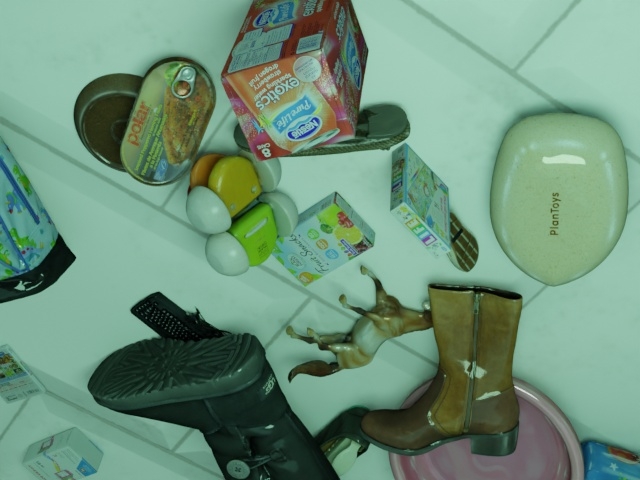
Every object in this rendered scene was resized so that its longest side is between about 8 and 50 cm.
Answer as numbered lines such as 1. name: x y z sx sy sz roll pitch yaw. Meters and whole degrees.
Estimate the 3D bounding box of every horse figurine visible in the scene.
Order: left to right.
1. horse figurine: 0.061 0.149 1.566 0.174 0.066 0.263 33 116 -33

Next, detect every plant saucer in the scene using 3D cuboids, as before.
1. plant saucer: -0.280 -0.162 1.400 0.168 0.029 0.168 3 128 3
2. plant saucer: 0.284 0.364 1.648 0.332 0.084 0.332 7 111 18

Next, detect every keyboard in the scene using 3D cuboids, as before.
1. keyboard: -0.227 0.160 1.632 0.100 0.038 0.192 -37 116 28

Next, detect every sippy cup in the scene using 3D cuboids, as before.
1. sippy cup: 0.533 0.468 1.678 0.224 0.240 0.306 24 117 2

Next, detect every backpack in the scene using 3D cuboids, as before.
1. backpack: -0.566 -0.068 1.388 0.290 0.273 0.356 -3 115 17

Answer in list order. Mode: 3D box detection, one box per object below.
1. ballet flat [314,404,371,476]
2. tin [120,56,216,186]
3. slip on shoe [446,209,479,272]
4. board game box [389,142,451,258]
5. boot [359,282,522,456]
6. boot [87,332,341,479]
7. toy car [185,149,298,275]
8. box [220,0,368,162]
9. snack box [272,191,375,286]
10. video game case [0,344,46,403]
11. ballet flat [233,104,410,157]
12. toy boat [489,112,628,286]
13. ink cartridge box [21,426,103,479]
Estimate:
1. ballet flat: 0.003 0.407 1.756 0.095 0.096 0.280 27 125 -15
2. tin: -0.216 -0.167 1.353 0.106 0.040 0.190 16 112 -25
3. slip on shoe: 0.199 -0.004 1.462 0.051 0.041 0.135 -50 132 -8
4. board game box: 0.141 -0.058 1.353 0.026 0.154 0.103 -34 116 27
5. boot: 0.185 0.205 1.519 0.264 0.096 0.281 3 113 19
6. boot: -0.160 0.375 1.668 0.367 0.146 0.445 -7 125 35
7. toy car: -0.132 -0.047 1.414 0.136 0.159 0.182 14 135 43
8. box: -0.024 -0.220 1.184 0.128 0.257 0.123 -13 122 15
9. snack box: 0.000 0.000 1.486 0.141 0.037 0.100 -31 117 26
10. video game case: -0.570 0.245 1.749 0.087 0.011 0.122 -18 123 19
11. ballet flat: 0.003 -0.148 1.358 0.249 0.084 0.058 -5 150 5
12. toy boat: 0.400 -0.055 1.352 0.318 0.148 0.268 7 123 10
13. ink cartridge box: -0.496 0.421 1.848 0.122 0.052 0.088 -23 121 23
